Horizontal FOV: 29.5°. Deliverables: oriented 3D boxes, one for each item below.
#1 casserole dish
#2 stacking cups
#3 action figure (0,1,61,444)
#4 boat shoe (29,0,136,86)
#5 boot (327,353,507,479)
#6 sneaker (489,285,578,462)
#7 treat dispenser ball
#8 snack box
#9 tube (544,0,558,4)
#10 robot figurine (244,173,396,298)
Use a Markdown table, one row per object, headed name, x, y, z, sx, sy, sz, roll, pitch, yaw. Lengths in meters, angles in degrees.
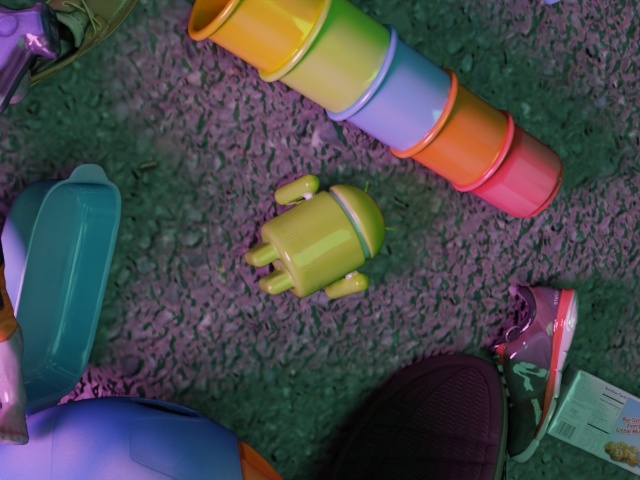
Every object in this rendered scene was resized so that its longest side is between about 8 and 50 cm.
| name | x | y | z | sx | sy | sz | roll | pitch | yaw |
| --- | --- | --- | --- | --- | --- | --- | --- | --- | --- |
| casserole dish | -0.196 | 0.033 | 0.870 | 0.037 | 0.114 | 0.188 | 16 | 98 | 19 |
| stacking cups | 0.055 | -0.120 | 0.936 | 0.316 | 0.096 | 0.096 | 28 | 91 | -26 |
| action figure | -0.311 | -0.049 | 0.796 | 0.342 | 0.178 | 0.330 | 5 | 85 | 13 |
| boat shoe | -0.178 | -0.151 | 0.865 | 0.135 | 0.045 | 0.050 | -44 | 111 | -6 |
| boot | 0.108 | 0.314 | 0.992 | 0.284 | 0.138 | 0.377 | 55 | 38 | -44 |
| sneaker | 0.174 | 0.110 | 1.042 | 0.065 | 0.061 | 0.157 | 14 | 95 | 6 |
| treat dispenser ball | -0.141 | 0.250 | 0.826 | 0.288 | 0.288 | 0.288 | -4 | 102 | -18 |
| snack box | 0.283 | 0.175 | 1.100 | 0.178 | 0.022 | 0.064 | 26 | 90 | -22 |
| tube | 0.135 | -0.279 | 0.952 | 0.207 | 0.052 | 0.080 | 46 | 74 | -14 |
| robot figurine | 0.000 | 0.000 | 0.944 | 0.115 | 0.067 | 0.101 | -30 | 97 | -12 |
